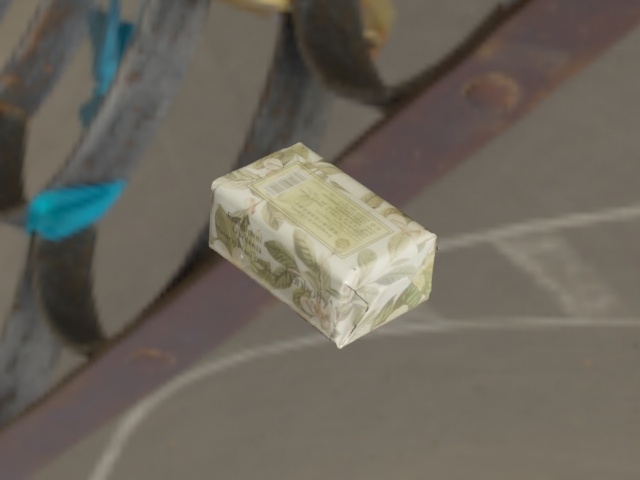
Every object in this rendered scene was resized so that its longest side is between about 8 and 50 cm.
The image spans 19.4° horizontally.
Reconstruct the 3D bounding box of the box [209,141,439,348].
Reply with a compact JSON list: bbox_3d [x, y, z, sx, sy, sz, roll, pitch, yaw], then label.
[{"bbox_3d":[0.000,0.000,0.848,0.062,0.098,0.045,-25,137,-32],"label":"box"}]
